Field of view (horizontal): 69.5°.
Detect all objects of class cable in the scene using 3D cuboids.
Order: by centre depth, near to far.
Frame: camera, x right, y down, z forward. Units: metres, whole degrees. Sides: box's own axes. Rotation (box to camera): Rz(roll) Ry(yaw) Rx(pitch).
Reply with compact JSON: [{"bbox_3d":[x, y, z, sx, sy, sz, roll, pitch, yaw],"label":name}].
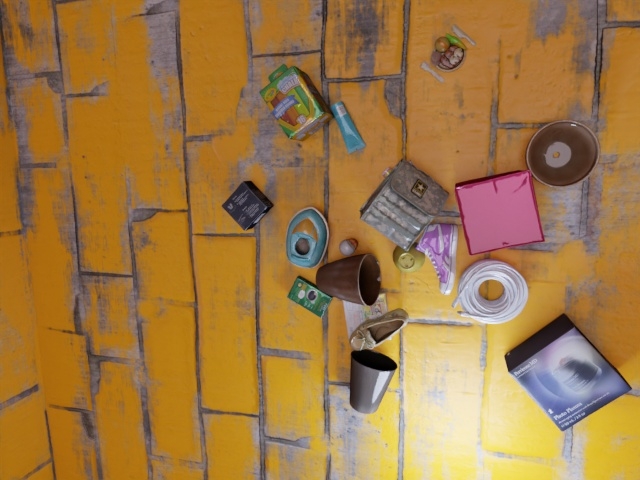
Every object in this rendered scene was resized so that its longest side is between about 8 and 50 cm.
[{"bbox_3d":[0.670,0.200,1.809,0.257,0.089,0.257,20,103,11],"label":"cable"}]

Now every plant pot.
[{"bbox_3d":[0.859,-0.310,1.658,0.237,0.110,0.237,3,101,16],"label":"plant pot"},{"bbox_3d":[0.354,0.074,1.876,0.134,0.095,0.134,3,99,16],"label":"plant pot"},{"bbox_3d":[0.104,0.160,1.923,0.230,0.215,0.215,-1,99,32],"label":"plant pot"}]

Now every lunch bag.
[{"bbox_3d":[0.328,-0.146,1.796,0.235,0.169,0.287,35,106,-7],"label":"lunch bag"}]

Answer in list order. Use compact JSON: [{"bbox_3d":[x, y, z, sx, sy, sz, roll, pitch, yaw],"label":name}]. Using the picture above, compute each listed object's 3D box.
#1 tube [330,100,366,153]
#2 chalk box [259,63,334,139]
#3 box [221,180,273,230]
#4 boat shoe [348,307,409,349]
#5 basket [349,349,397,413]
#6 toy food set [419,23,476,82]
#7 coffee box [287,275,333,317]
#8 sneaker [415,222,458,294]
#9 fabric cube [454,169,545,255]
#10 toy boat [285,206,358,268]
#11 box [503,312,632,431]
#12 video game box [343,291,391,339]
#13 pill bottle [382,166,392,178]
[{"bbox_3d":[0.108,-0.463,1.887,0.080,0.052,0.207,-22,97,23],"label":"tube"},{"bbox_3d":[-0.109,-0.572,1.861,0.180,0.179,0.289,-34,89,18],"label":"chalk box"},{"bbox_3d":[-0.320,-0.155,2.036,0.156,0.093,0.158,-44,86,18],"label":"box"},{"bbox_3d":[0.233,0.376,1.915,0.285,0.089,0.104,-37,89,18],"label":"boat shoe"},{"bbox_3d":[0.206,0.610,1.982,0.204,0.154,0.227,15,106,15],"label":"basket"},{"bbox_3d":[0.481,-0.704,1.741,0.132,0.038,0.192,42,108,6],"label":"toy food set"},{"bbox_3d":[-0.045,0.249,2.050,0.184,0.040,0.113,29,106,10],"label":"coffee box"},{"bbox_3d":[0.454,0.072,1.837,0.161,0.102,0.282,3,88,5],"label":"sneaker"},{"bbox_3d":[0.640,-0.109,1.678,0.259,0.258,0.254,-12,95,18],"label":"fabric cube"},{"bbox_3d":[0.000,0.000,1.939,0.318,0.148,0.267,10,101,15],"label":"toy boat"},{"bbox_3d":[0.913,0.493,1.738,0.296,0.183,0.294,-44,84,18],"label":"box"},{"bbox_3d":[0.202,0.328,1.987,0.187,0.048,0.205,-6,97,19],"label":"video game box"},{"bbox_3d":[0.292,-0.254,1.867,0.083,0.043,0.043,45,108,5],"label":"pill bottle"}]
